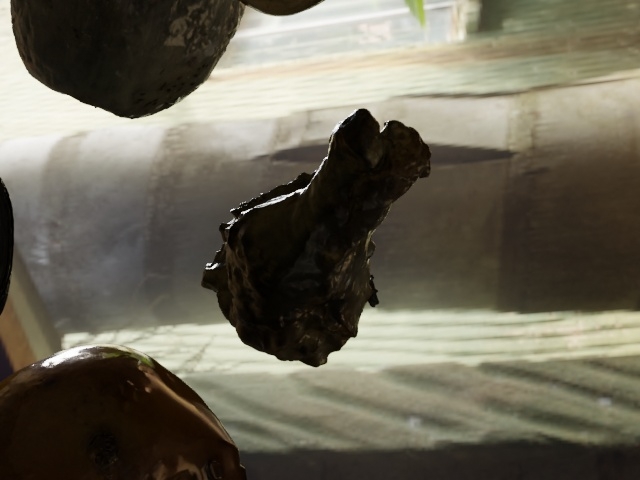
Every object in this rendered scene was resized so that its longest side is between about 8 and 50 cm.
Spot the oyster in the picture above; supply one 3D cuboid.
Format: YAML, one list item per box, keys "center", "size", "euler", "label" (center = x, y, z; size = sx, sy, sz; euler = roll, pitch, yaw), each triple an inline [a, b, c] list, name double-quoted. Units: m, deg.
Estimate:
- center: [0.006, 0.005, 1.041]
  size: [0.198, 0.337, 0.133]
  euler: [32, -151, -14]
  label: "oyster"

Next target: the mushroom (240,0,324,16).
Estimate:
- center: [-0.042, -0.330, 1.073]
  size: [0.127, 0.166, 0.166]
  euler: [-24, 66, 61]
  label: "mushroom"

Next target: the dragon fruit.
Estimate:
- center: [-0.238, -0.263, 1.207]
  size: [0.204, 0.283, 0.221]
  euler: [28, 101, 64]
  label: "dragon fruit"

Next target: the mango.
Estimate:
- center: [-0.176, 0.153, 0.634]
  size: [0.166, 0.236, 0.136]
  euler: [-14, -106, -41]
  label: "mango"

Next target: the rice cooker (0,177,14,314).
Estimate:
- center: [-0.489, 0.008, 1.120]
  size: [0.267, 0.224, 0.267]
  euler: [8, -102, -42]
  label: "rice cooker"
